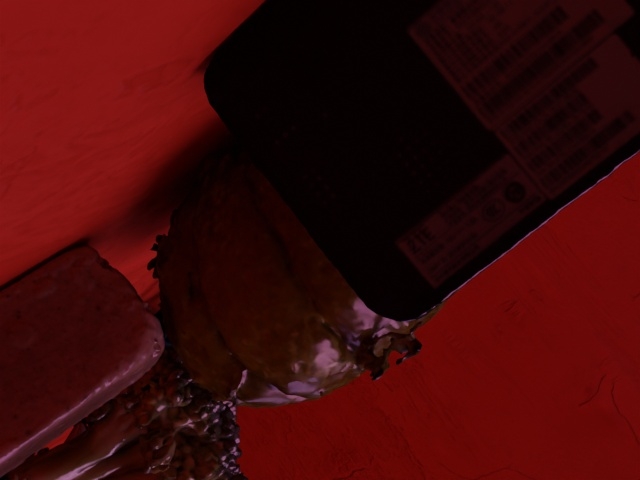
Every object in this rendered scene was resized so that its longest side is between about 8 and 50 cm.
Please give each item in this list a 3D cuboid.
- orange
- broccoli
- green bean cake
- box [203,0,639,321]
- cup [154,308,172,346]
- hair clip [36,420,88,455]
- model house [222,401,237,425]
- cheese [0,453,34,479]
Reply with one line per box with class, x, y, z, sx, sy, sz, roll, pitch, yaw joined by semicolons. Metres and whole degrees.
orange;0.000;0.000;0.834;0.300;0.223;0.301;-29;-174;45
broccoli;-0.241;0.288;1.295;0.317;0.277;0.338;-31;170;-1
green bean cake;-0.218;0.093;0.736;0.179;0.109;0.085;-35;172;-30
box;0.114;-0.129;0.564;0.350;0.211;0.058;-41;176;17
cup;-0.113;0.066;1.156;0.176;0.131;0.155;-21;160;-36
hair clip;-0.420;0.382;1.550;0.101;0.085;0.331;-24;-173;-6
model house;-0.216;0.248;1.574;0.195;0.189;0.214;-34;172;-21
cheese;-0.491;0.379;1.396;0.204;0.083;0.320;-37;-174;30
